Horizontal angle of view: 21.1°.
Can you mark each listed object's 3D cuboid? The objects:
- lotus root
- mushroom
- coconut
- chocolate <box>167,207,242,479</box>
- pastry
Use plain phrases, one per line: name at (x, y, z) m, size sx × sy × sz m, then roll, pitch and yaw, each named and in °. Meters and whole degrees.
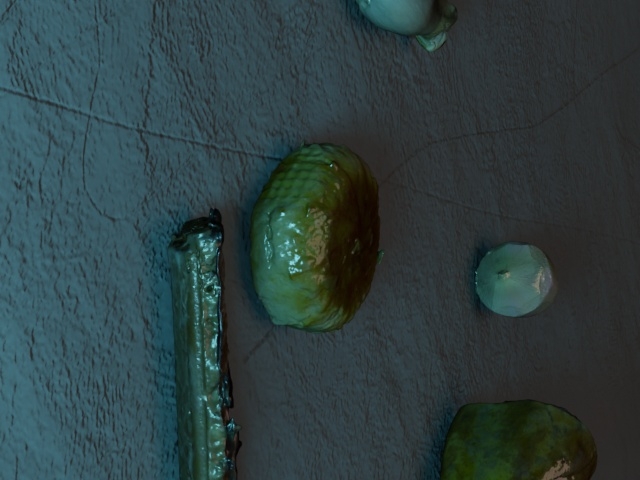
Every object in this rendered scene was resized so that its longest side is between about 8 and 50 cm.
lotus root at (0.248, 0.325, 2.215) m, size 0.180 × 0.199 × 0.188 m, roll -60°, pitch 136°, yaw -50°
mushroom at (0.104, -0.283, 1.983) m, size 0.225 × 0.093 × 0.116 m, roll 31°, pitch 44°, yaw -55°
coconut at (0.262, 0.053, 2.330) m, size 0.124 × 0.110 × 0.110 m, roll 26°, pitch 70°, yaw -64°
chocolate at (-0.110, 0.137, 1.633) m, size 0.102 × 0.065 × 0.329 m, roll -113°, pitch -160°, yaw -79°
pastry at (0.000, 0.000, 1.806) m, size 0.182 × 0.093 × 0.192 m, roll 70°, pitch 34°, yaw -42°
